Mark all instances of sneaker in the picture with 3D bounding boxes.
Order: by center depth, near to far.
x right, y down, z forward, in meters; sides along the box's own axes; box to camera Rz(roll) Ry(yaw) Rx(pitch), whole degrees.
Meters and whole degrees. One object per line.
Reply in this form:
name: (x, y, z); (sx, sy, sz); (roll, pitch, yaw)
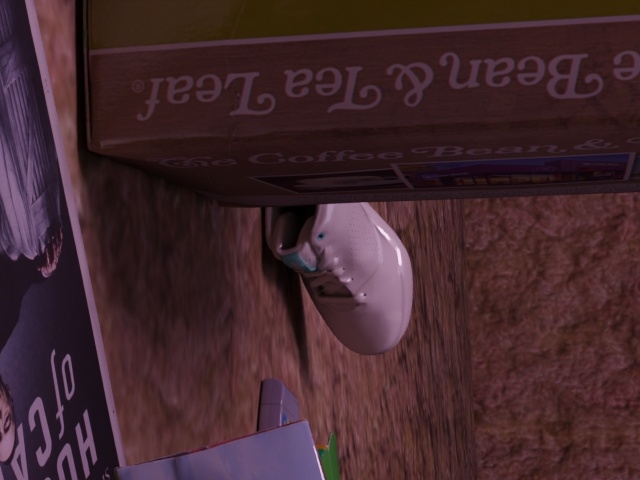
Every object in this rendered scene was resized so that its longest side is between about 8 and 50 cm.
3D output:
sneaker: (0.000, 0.000, 0.886); (0.094, 0.080, 0.212); (-60, 141, -50)

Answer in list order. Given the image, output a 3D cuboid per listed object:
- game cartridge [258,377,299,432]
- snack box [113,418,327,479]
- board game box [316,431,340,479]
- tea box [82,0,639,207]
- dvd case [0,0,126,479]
game cartridge: (-0.025, 0.127, 0.837); (0.056, 0.017, 0.083); (52, 36, -66)
snack box: (-0.015, 0.180, 0.481); (0.207, 0.070, 0.174); (100, -25, -63)
board game box: (-0.025, 0.213, 0.725); (0.259, 0.039, 0.124); (-56, 143, -62)
tea box: (0.082, -0.186, 0.622); (0.220, 0.329, 0.323); (27, 62, -79)
dvd case: (-0.105, 0.032, 0.380); (0.179, 0.030, 0.238); (-71, 156, -63)
